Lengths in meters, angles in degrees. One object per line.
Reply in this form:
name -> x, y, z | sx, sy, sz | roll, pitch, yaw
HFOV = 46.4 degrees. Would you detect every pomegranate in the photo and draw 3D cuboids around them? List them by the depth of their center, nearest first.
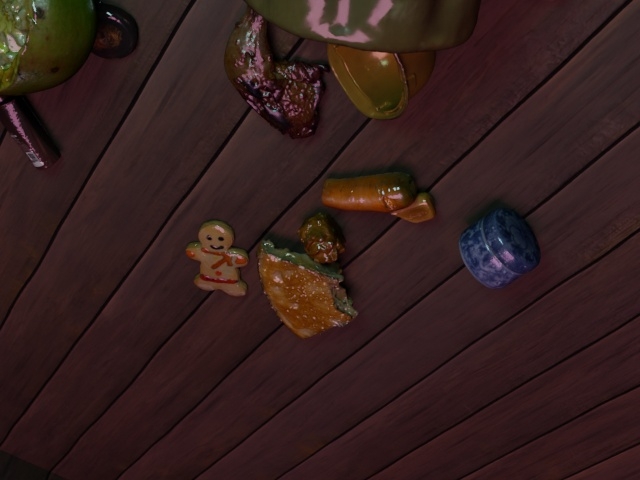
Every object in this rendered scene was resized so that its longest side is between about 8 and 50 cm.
pomegranate -> -0.506, -0.424, 1.284 | 0.309, 0.216, 0.359 | 21, 102, 29

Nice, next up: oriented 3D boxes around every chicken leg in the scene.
chicken leg -> -0.087, -0.319, 1.391 | 0.177, 0.083, 0.322 | -26, 125, 20

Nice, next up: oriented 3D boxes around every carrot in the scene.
carrot -> 0.101, -0.097, 1.550 | 0.193, 0.087, 0.087 | -4, 132, 23

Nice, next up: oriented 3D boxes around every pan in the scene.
pan -> -0.409, -0.427, 1.375 | 0.114, 0.040, 0.212 | -6, 132, 10

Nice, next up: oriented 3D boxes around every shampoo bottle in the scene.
shampoo bottle -> -0.635, -0.257, 1.563 | 0.068, 0.067, 0.236 | -16, 128, 12

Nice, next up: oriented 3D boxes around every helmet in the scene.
helmet -> 0.124, -0.328, 1.284 | 0.205, 0.140, 0.257 | 56, 168, -2

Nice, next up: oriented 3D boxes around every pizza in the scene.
pizza -> -0.026, 0.114, 1.765 | 0.223, 0.089, 0.323 | -2, 134, 22

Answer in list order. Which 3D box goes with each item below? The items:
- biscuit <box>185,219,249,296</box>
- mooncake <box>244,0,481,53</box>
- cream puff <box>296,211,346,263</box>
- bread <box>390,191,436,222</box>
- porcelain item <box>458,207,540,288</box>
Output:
biscuit -> -0.247, 0.045, 1.787 | 0.153, 0.030, 0.234 | 8, 134, 1
mooncake -> 0.062, -0.422, 1.066 | 0.378, 0.378, 0.201 | 11, 123, 2
cream puff -> 0.000, 0.000, 1.647 | 0.094, 0.122, 0.116 | -31, 81, 25
bread -> 0.193, -0.066, 1.579 | 0.103, 0.049, 0.062 | -17, 122, 28
porcelain item -> 0.375, 0.015, 1.549 | 0.147, 0.147, 0.114 | 36, 130, -21
